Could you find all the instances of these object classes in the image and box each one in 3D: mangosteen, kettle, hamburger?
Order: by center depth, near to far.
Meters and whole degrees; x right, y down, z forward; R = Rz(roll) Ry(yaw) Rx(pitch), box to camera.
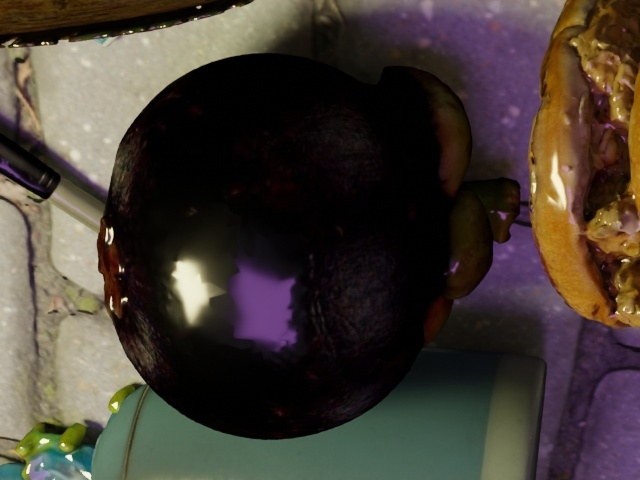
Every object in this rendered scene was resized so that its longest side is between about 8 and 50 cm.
[{"bbox_3d":[0.256,-0.066,1.151,0.211,0.260,0.245,0,90,37],"label":"hamburger"},{"bbox_3d":[0.000,0.000,1.285,0.302,0.275,0.275,-11,138,-20],"label":"mangosteen"},{"bbox_3d":[-0.014,0.217,1.410,0.342,0.319,0.247,6,130,7],"label":"kettle"}]

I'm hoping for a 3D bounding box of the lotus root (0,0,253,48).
[{"bbox_3d":[-0.167,-0.220,1.142,0.397,0.179,0.196,-7,149,18],"label":"lotus root"}]

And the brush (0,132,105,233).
[{"bbox_3d":[-0.194,-0.032,1.433,0.299,0.039,0.042,35,175,-18],"label":"brush"}]

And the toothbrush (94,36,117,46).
[{"bbox_3d":[-0.102,-0.193,1.270,0.022,0.017,0.204,19,139,-29],"label":"toothbrush"}]

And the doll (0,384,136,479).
[{"bbox_3d":[-0.137,0.264,1.666,0.341,0.099,0.346,20,120,11],"label":"doll"}]
